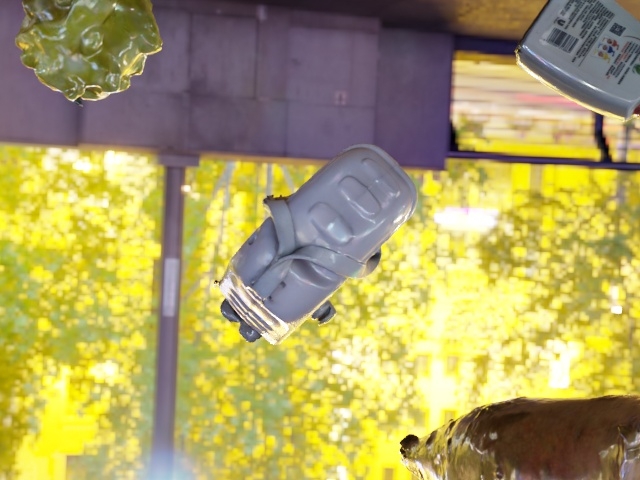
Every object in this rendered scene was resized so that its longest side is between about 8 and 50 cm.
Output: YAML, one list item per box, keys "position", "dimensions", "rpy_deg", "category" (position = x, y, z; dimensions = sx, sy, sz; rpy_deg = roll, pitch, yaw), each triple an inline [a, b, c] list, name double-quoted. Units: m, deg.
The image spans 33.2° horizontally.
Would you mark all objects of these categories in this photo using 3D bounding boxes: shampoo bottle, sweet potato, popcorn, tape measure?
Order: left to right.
- position: [-0.273, -0.241, 1.264]
  dimensions: [0.142, 0.173, 0.173]
  rpy_deg: [-22, 167, 32]
  category: "popcorn"
- position: [0.000, 0.000, 0.985]
  dimensions: [0.120, 0.197, 0.236]
  rpy_deg: [46, 166, 2]
  category: "tape measure"
- position: [0.154, 0.176, 0.801]
  dimensions: [0.131, 0.131, 0.337]
  rpy_deg: [2, 169, -34]
  category: "sweet potato"
- position: [0.402, -0.220, 1.372]
  dimensions: [0.284, 0.153, 0.071]
  rpy_deg: [35, 169, 16]
  category: "shampoo bottle"
